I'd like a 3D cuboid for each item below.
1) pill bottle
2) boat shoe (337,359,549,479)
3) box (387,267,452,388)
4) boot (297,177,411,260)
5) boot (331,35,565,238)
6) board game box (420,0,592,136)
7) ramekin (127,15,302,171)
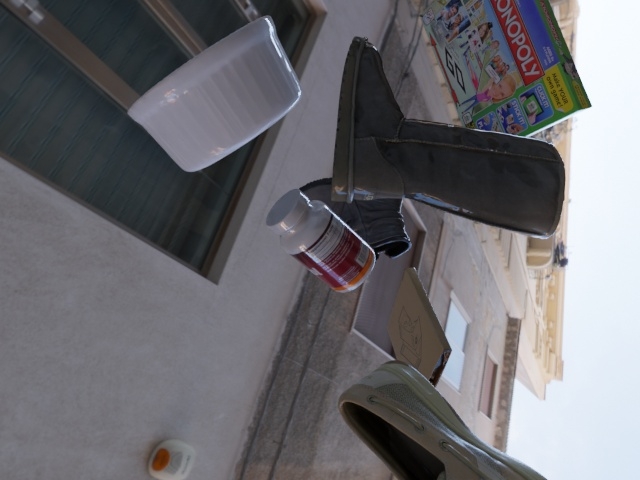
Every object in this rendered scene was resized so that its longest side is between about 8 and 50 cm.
[{"bbox_3d":[0.000,0.000,0.594,0.086,0.152,0.086,-35,-149,24],"label":"pill bottle"},{"bbox_3d":[0.139,0.251,0.421,0.302,0.098,0.109,42,-51,33],"label":"boat shoe"},{"bbox_3d":[0.167,0.171,0.755,0.021,0.164,0.201,3,-146,-9],"label":"box"},{"bbox_3d":[0.047,-0.040,1.019,0.338,0.118,0.223,-17,-124,36],"label":"boot"},{"bbox_3d":[0.119,-0.102,0.409,0.208,0.076,0.190,4,-102,4],"label":"boot"},{"bbox_3d":[0.318,-0.334,0.770,0.213,0.046,0.317,-26,-96,62],"label":"board game box"},{"bbox_3d":[-0.164,-0.236,0.714,0.277,0.135,0.277,-28,-157,13],"label":"ramekin"}]
